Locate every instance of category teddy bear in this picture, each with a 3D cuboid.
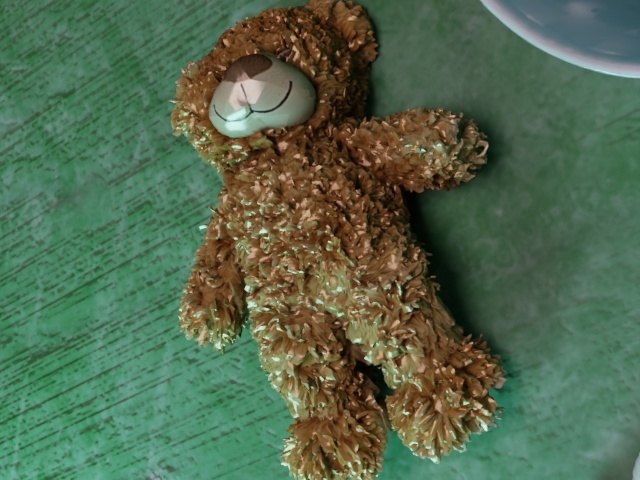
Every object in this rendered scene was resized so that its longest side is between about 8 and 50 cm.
[{"bbox_3d":[0.000,0.000,1.101,0.245,0.113,0.338,-6,88,38],"label":"teddy bear"}]

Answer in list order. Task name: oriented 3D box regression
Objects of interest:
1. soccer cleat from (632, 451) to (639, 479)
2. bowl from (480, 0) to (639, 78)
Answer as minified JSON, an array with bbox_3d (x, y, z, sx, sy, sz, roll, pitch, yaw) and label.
[{"bbox_3d":[0.308,0.113,0.853,0.318,0.108,0.116,9,93,42],"label":"soccer cleat"},{"bbox_3d":[0.219,-0.239,0.874,0.311,0.163,0.312,3,94,40],"label":"bowl"}]
